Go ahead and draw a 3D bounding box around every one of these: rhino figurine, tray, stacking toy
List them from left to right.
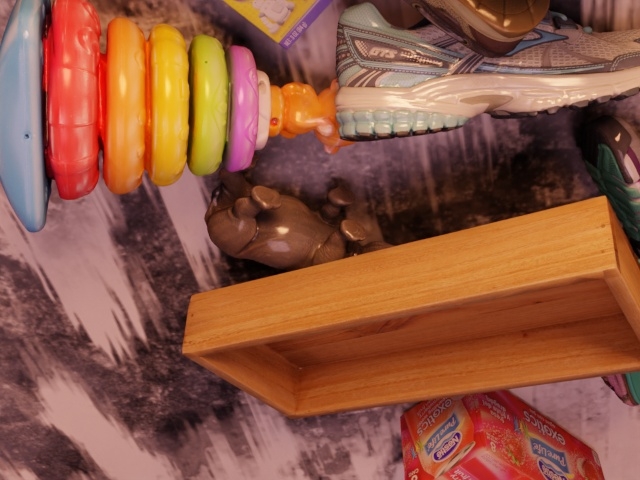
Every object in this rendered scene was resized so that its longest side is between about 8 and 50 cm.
[{"bbox_3d":[-0.102,-0.111,0.671,0.302,0.166,0.175,0,117,-14],"label":"stacking toy"},{"bbox_3d":[0.000,0.000,0.795,0.243,0.073,0.106,22,137,-20],"label":"rhino figurine"},{"bbox_3d":[0.094,0.083,0.780,0.411,0.076,0.203,-13,145,28],"label":"tray"}]

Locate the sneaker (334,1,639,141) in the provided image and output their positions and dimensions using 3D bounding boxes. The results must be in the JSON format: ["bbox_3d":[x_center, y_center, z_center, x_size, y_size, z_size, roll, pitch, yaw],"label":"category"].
[{"bbox_3d":[0.146,-0.156,0.640,0.283,0.110,0.122,-10,99,-8],"label":"sneaker"}]

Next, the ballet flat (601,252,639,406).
[{"bbox_3d":[0.310,0.093,0.870,0.077,0.079,0.221,-43,131,-20],"label":"ballet flat"}]

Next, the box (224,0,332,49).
[{"bbox_3d":[-0.061,-0.240,0.615,0.179,0.043,0.105,34,122,-23],"label":"box"}]

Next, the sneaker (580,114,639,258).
[{"bbox_3d":[0.322,-0.053,0.759,0.098,0.083,0.223,-38,128,5],"label":"sneaker"}]

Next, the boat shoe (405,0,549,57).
[{"bbox_3d":[0.060,-0.212,0.574,0.223,0.080,0.073,45,159,7],"label":"boat shoe"}]

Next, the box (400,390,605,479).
[{"bbox_3d":[0.232,0.288,1.000,0.257,0.122,0.128,35,123,-25],"label":"box"}]
